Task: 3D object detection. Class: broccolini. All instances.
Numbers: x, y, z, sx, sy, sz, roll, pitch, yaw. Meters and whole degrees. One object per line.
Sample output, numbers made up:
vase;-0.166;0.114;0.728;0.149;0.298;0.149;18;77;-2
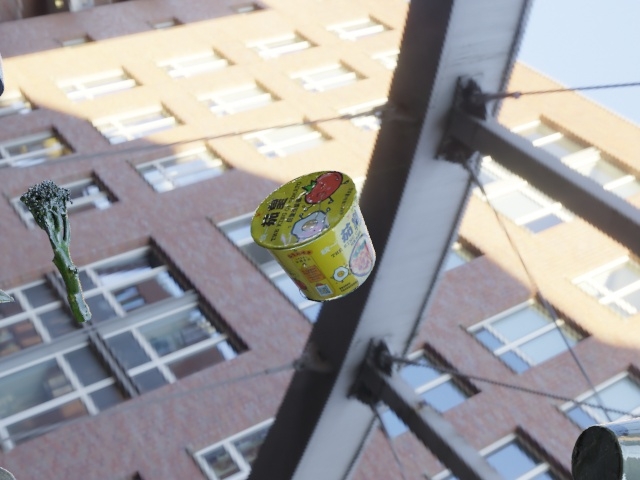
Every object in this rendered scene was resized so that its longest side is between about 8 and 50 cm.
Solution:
broccolini;-0.361;0.015;1.277;0.058;0.067;0.216;-125;-159;-56

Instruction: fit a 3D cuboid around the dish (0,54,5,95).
dish;-0.528;-0.275;1.216;0.236;0.228;0.086;0;-110;22

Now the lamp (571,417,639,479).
lamp;0.377;0.247;0.961;0.121;0.214;0.121;-170;-90;-69

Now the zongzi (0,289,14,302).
zongzi;-0.530;0.086;1.373;0.104;0.113;0.052;-114;-133;-74

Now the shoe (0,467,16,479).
shoe;-0.497;0.386;1.079;0.124;0.316;0.159;-115;-169;-46

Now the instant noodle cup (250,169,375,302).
instant noodle cup;0.000;0.000;1.433;0.182;0.182;0.144;27;-27;50
